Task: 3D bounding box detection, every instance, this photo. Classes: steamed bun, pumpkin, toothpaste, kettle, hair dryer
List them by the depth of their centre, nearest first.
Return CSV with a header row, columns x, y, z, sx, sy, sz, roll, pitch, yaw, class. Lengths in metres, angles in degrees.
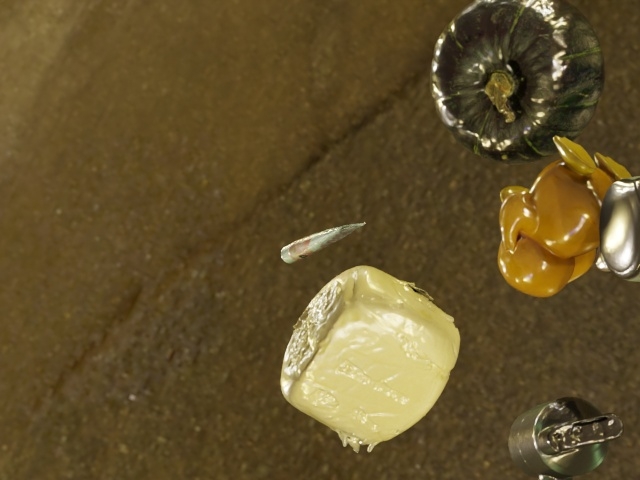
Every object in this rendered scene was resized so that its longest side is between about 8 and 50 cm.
x,y,z,sx,sy,sz,roll,pitch,yaw,class
0.537,-0.038,1.712,0.240,0.255,0.165,107,158,-51,kettle
0.349,0.377,1.738,0.244,0.116,0.303,100,170,-78,hair dryer
0.075,0.170,1.857,0.273,0.232,0.166,-59,15,28,steamed bun
0.356,-0.299,2.221,0.323,0.241,0.323,7,104,28,pumpkin
0.000,0.000,2.223,0.205,0.056,0.036,-24,83,50,toothpaste

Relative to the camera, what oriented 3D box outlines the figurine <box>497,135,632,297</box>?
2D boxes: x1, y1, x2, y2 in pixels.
x,y,z,sx,sy,sz,roll,pitch,yaw,class
0.373,-0.030,1.914,0.228,0.215,0.215,-36,39,43,figurine
